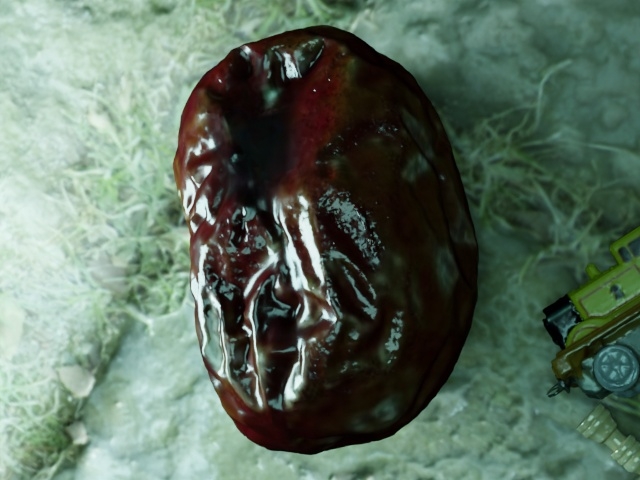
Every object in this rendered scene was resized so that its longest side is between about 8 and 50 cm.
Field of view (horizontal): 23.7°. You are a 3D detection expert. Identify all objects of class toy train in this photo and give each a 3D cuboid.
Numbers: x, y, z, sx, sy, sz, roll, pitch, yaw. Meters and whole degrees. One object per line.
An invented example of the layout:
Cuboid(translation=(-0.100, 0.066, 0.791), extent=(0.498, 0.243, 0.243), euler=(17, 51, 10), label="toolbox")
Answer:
Cuboid(translation=(0.291, 0.066, 1.418), extent=(0.219, 0.089, 0.127), euler=(-34, 69, 9), label="toy train")

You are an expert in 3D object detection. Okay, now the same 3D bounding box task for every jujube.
Cuboid(translation=(0.002, 0.001, 1.399), extent=(0.276, 0.276, 0.377), euler=(-15, 79, 11), label="jujube")

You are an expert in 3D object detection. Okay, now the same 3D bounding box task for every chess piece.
Cuboid(translation=(0.286, 0.196, 1.436), extent=(0.092, 0.035, 0.035), euler=(43, 96, 8), label="chess piece")
